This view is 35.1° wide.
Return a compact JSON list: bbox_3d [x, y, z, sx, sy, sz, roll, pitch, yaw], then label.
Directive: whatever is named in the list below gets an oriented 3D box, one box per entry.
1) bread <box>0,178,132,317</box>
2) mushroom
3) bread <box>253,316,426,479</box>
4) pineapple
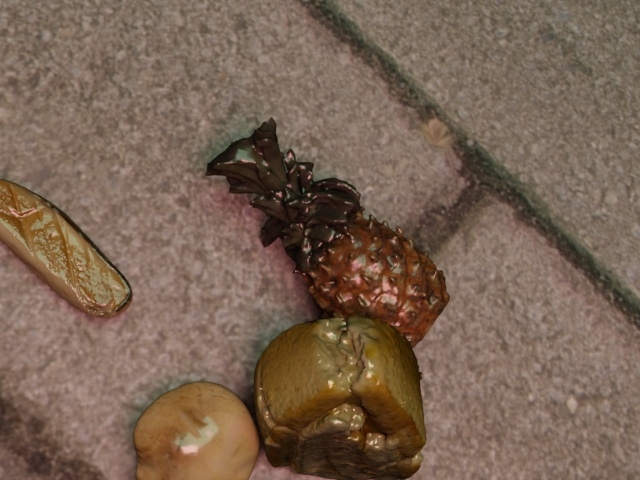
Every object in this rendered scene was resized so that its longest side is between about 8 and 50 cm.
[{"bbox_3d":[-0.300,0.009,1.140,0.214,0.053,0.073,41,68,-1],"label":"bread"},{"bbox_3d":[-0.133,0.222,1.074,0.148,0.148,0.112,-30,41,-25],"label":"mushroom"},{"bbox_3d":[0.018,0.173,1.071,0.185,0.257,0.124,-4,60,4],"label":"bread"},{"bbox_3d":[0.000,0.000,1.173,0.310,0.170,0.141,44,58,-7],"label":"pineapple"}]
